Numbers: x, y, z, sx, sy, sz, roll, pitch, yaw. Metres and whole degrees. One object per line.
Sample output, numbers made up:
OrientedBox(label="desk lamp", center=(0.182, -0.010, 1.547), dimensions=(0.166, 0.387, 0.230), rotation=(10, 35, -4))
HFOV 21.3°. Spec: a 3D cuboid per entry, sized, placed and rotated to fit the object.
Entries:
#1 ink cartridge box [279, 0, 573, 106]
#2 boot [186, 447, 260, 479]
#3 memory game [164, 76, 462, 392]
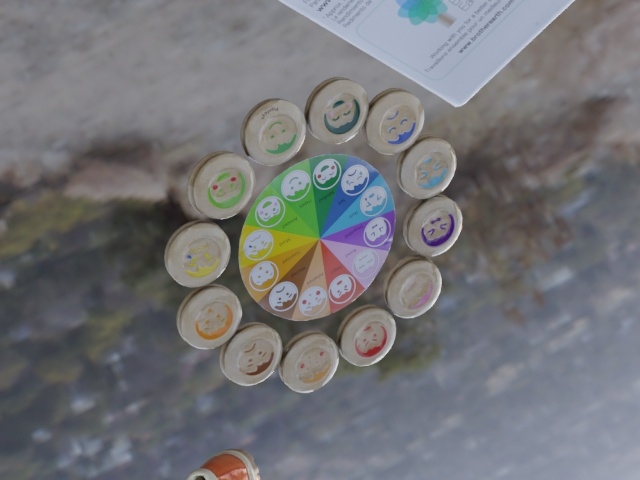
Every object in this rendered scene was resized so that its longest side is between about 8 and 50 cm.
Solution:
OrientedBox(label="ink cartridge box", center=(0.013, -0.289, 1.009), dimensions=(0.395, 0.151, 0.270), rotation=(27, 131, -25))
OrientedBox(label="boot", center=(-0.084, 0.265, 1.481), dimensions=(0.059, 0.158, 0.084), rotation=(-10, 179, 19))
OrientedBox(label="memory game", center=(0.000, 0.000, 0.931), dimensions=(0.186, 0.012, 0.186), rotation=(-13, 118, -27))
